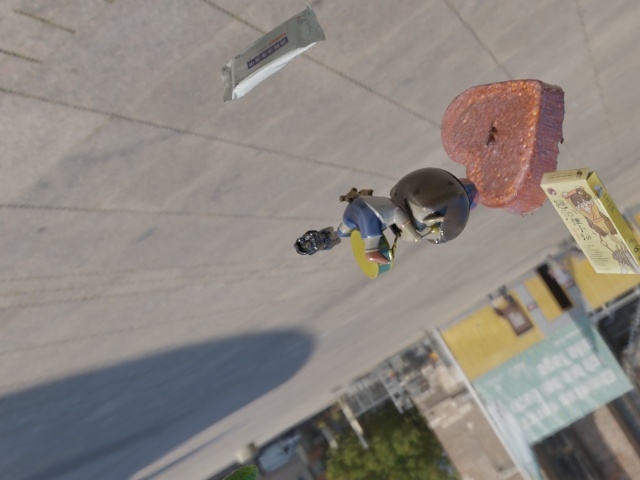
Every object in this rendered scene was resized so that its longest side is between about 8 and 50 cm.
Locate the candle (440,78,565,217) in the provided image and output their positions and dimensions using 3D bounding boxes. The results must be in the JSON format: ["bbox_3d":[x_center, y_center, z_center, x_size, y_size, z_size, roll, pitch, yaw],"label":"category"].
[{"bbox_3d":[0.404,-0.227,1.957,0.131,0.317,0.287,10,134,-39],"label":"candle"}]

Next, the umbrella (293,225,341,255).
[{"bbox_3d":[0.000,0.000,2.211,0.066,0.059,0.236,-19,178,18],"label":"umbrella"}]

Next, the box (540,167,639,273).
[{"bbox_3d":[0.319,-0.020,1.051,0.020,0.149,0.073,-45,-161,-23],"label":"box"}]

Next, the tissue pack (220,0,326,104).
[{"bbox_3d":[-0.082,-0.301,1.462,0.193,0.122,0.026,-33,126,15],"label":"tissue pack"}]

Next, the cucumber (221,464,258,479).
[{"bbox_3d":[-0.155,0.379,1.322,0.155,0.037,0.037,-36,172,-8],"label":"cucumber"}]

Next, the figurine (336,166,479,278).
[{"bbox_3d":[0.173,-0.045,1.641,0.275,0.161,0.158,-21,126,-15],"label":"figurine"}]
